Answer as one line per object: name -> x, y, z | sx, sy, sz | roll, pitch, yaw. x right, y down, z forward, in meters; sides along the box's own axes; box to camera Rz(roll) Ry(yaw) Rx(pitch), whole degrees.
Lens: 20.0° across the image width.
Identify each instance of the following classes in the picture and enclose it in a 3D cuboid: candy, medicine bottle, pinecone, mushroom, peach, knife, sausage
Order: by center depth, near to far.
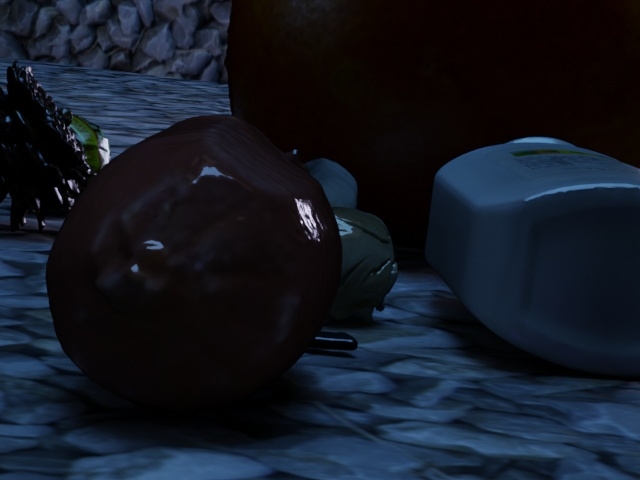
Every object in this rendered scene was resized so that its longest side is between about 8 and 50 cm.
sausage -> -0.058, 0.012, 0.924 | 0.148, 0.148, 0.254 | 6, 3, 7
knife -> -0.061, 0.053, 1.077 | 0.170, 0.010, 0.023 | 5, 8, 10
medicine bottle -> 0.166, 0.000, 1.210 | 0.179, 0.124, 0.324 | 5, 10, -5
mushroom -> -0.004, 0.001, 1.242 | 0.092, 0.081, 0.223 | -15, 13, -4
pinecone -> -0.247, -0.068, 1.424 | 0.121, 0.140, 0.140 | -29, 12, -5
peach -> 0.101, -0.163, 1.509 | 0.388, 0.388, 0.388 | 5, 8, -1
candy -> -0.191, -0.062, 1.659 | 0.091, 0.083, 0.305 | -10, -5, 18
